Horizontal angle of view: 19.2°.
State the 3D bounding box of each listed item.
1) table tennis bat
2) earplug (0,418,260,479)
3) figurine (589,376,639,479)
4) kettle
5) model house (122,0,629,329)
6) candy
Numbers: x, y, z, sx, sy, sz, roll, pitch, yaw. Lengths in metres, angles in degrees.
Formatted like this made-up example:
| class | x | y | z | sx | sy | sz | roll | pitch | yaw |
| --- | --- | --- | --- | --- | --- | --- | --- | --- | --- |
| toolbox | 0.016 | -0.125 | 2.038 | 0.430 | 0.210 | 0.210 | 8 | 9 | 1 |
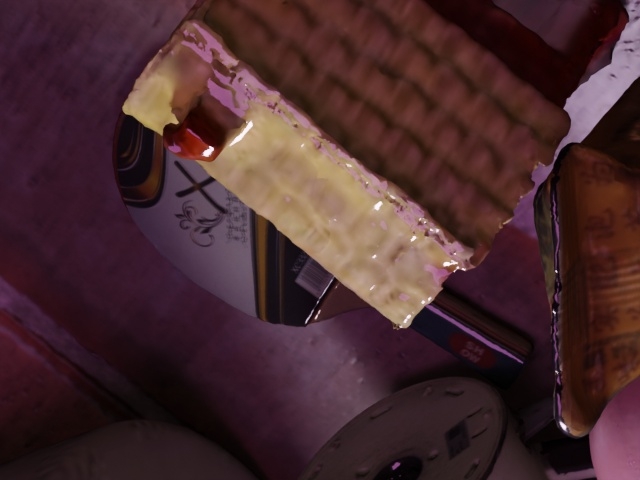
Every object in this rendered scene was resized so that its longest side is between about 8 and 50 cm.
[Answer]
| class | x | y | z | sx | sy | sz | roll | pitch | yaw |
| --- | --- | --- | --- | --- | --- | --- | --- | --- | --- |
| table tennis bat | 0.000 | 0.000 | 1.199 | 0.301 | 0.022 | 0.173 | 34 | 129 | 2 |
| earplug | -0.228 | 0.322 | 1.314 | 0.394 | 0.313 | 0.313 | -21 | 110 | 32 |
| figurine | 0.237 | 0.108 | 1.075 | 0.173 | 0.173 | 0.173 | 11 | 124 | 16 |
| kettle | 0.132 | 0.218 | 1.197 | 0.240 | 0.165 | 0.255 | -32 | 111 | 10 |
| model house | 0.022 | -0.076 | 0.999 | 0.196 | 0.254 | 0.160 | 40 | 130 | -4 |
| candy | 0.174 | -0.022 | 0.962 | 0.101 | 0.271 | 0.143 | 3 | 118 | 34 |
